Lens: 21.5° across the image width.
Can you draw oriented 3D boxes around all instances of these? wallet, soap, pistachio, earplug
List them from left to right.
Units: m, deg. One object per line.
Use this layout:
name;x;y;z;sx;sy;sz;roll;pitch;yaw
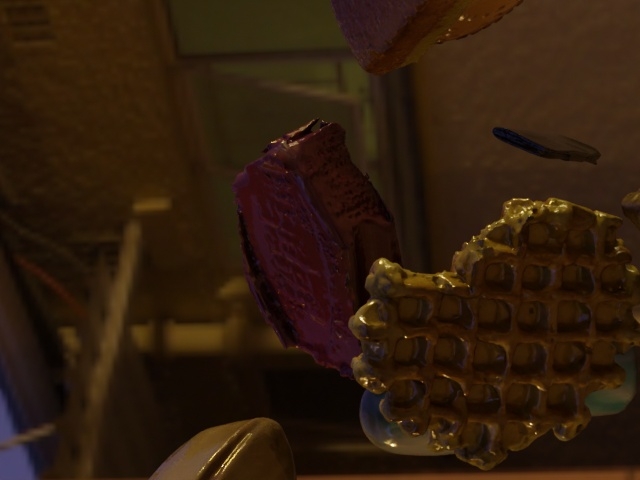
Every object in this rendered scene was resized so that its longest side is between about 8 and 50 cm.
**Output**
pistachio;-0.127;0.308;1.776;0.293;0.162;0.181;-49;-16;-29
soap;0.000;0.000;1.936;0.112;0.182;0.289;-33;-55;-40
earplug;0.195;0.170;2.005;0.185;0.324;0.185;44;143;45
wallet;0.265;-0.111;1.958;0.156;0.082;0.018;-2;-63;-59

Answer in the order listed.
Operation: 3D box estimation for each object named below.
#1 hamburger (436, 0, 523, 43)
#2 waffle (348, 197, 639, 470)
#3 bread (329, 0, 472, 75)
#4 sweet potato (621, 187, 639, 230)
hamburger;0.127;-0.324;1.854;0.274;0.274;0.212;-22;-89;-82
waffle;0.154;0.067;1.408;0.249;0.253;0.056;37;-177;-24
bread;0.027;-0.122;0.662;0.090;0.035;0.094;67;157;9
sweet potato;0.385;0.021;1.400;0.369;0.158;0.158;39;-139;-36
